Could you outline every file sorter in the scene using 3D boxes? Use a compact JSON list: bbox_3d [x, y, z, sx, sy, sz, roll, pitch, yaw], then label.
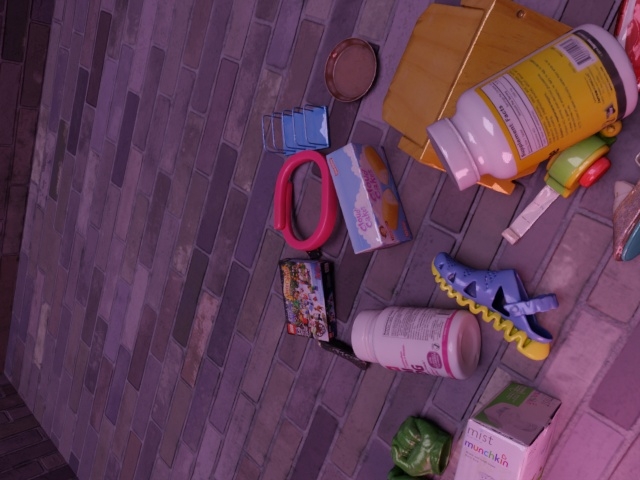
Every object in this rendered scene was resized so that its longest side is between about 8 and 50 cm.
[{"bbox_3d":[-0.073,-0.318,1.478,0.170,0.104,0.118,-3,92,38],"label":"file sorter"}]

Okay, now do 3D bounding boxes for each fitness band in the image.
[{"bbox_3d":[-0.042,-0.115,1.479,0.209,0.054,0.290,-8,77,39],"label":"fitness band"}]

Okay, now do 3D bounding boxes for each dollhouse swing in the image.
[{"bbox_3d":[0.347,-0.344,1.178,0.315,0.305,0.346,19,110,-8],"label":"dollhouse swing"}]

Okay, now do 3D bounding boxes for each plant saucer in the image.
[{"bbox_3d":[0.085,-0.459,1.390,0.169,0.029,0.168,5,98,38],"label":"plant saucer"}]

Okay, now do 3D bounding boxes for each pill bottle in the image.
[{"bbox_3d":[0.229,0.243,1.259,0.283,0.160,0.160,-2,93,39],"label":"pill bottle"},{"bbox_3d":[0.379,-0.234,0.960,0.334,0.188,0.187,-28,76,12],"label":"pill bottle"}]

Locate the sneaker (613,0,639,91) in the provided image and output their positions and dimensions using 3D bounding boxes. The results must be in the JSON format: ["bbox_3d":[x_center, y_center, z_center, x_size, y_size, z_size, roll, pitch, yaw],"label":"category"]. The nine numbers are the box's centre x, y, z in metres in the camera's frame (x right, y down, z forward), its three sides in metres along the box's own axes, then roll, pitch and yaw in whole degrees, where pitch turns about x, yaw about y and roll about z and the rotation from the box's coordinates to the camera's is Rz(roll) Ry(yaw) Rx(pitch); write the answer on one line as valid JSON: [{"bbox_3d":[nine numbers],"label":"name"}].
[{"bbox_3d":[0.623,-0.386,0.963,0.128,0.087,0.221,12,104,21],"label":"sneaker"}]

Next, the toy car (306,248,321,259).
[{"bbox_3d":[0.000,0.000,1.505,0.122,0.060,0.040,-45,22,14],"label":"toy car"}]

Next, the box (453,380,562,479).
[{"bbox_3d":[0.395,0.458,1.085,0.127,0.262,0.231,17,105,36],"label":"box"}]

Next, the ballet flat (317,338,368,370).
[{"bbox_3d":[0.060,0.321,1.462,0.173,0.057,0.049,17,110,36],"label":"ballet flat"}]

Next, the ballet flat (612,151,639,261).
[{"bbox_3d":[0.629,-0.109,0.970,0.316,0.108,0.106,-61,40,18],"label":"ballet flat"}]

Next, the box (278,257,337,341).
[{"bbox_3d":[-0.038,0.171,1.513,0.159,0.044,0.233,1,102,37],"label":"box"}]

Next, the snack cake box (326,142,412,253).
[{"bbox_3d":[0.125,-0.108,1.312,0.089,0.152,0.264,-22,81,37],"label":"snack cake box"}]

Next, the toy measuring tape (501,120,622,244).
[{"bbox_3d":[0.482,-0.118,1.059,0.121,0.121,0.330,49,121,24],"label":"toy measuring tape"}]

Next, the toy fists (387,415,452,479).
[{"bbox_3d":[0.241,0.593,1.323,0.142,0.096,0.279,14,104,37],"label":"toy fists"}]

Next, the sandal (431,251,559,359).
[{"bbox_3d":[0.396,0.116,1.152,0.317,0.126,0.138,36,112,21],"label":"sandal"}]
